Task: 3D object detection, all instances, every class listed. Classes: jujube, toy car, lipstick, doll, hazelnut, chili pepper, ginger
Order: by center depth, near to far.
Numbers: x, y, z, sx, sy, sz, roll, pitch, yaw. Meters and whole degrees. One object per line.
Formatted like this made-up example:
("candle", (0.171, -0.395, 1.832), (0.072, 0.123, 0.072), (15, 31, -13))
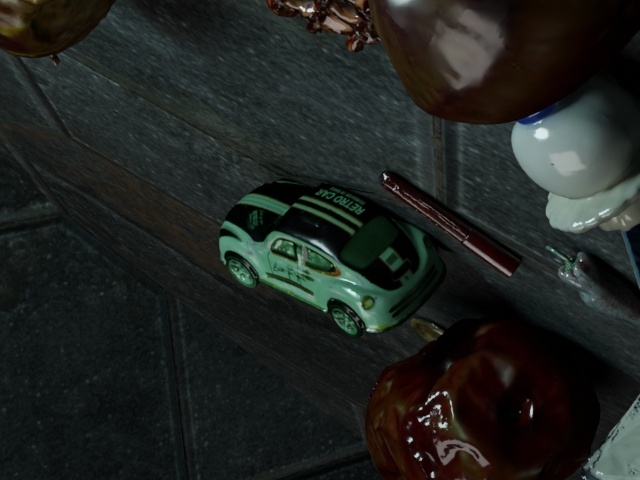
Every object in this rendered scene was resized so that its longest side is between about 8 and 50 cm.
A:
("hazelnut", (0.114, -0.158, 0.894), (0.178, 0.178, 0.204), (29, 137, 15))
("doll", (0.151, -0.107, 1.120), (0.293, 0.119, 0.138), (43, 152, -20))
("ginger", (-0.322, -0.292, 1.463), (0.274, 0.152, 0.357), (22, 162, 41))
("chili pepper", (0.283, 0.053, 1.560), (0.153, 0.041, 0.050), (37, -151, -19))
("lipstick", (0.137, -0.020, 1.681), (0.176, 0.027, 0.027), (35, 168, -4))
("toy car", (0.000, 0.000, 1.859), (0.306, 0.136, 0.125), (25, 148, 37))
("jujube", (0.195, 0.226, 1.949), (0.276, 0.276, 0.377), (32, 166, 4))

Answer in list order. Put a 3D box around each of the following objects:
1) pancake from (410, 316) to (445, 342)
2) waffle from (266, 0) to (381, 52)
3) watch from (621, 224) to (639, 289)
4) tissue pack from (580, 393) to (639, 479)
("pancake", (0.175, 0.141, 2.237), (0.115, 0.011, 0.115), (30, 169, 7))
("waffle", (-0.012, -0.224, 1.195), (0.234, 0.055, 0.221), (12, 155, 47))
("watch", (0.291, 0.078, 1.175), (0.068, 0.274, 0.276), (-9, 170, -6))
("tissue pack", (0.423, 0.296, 1.612), (0.198, 0.210, 0.370), (28, 154, 40))
